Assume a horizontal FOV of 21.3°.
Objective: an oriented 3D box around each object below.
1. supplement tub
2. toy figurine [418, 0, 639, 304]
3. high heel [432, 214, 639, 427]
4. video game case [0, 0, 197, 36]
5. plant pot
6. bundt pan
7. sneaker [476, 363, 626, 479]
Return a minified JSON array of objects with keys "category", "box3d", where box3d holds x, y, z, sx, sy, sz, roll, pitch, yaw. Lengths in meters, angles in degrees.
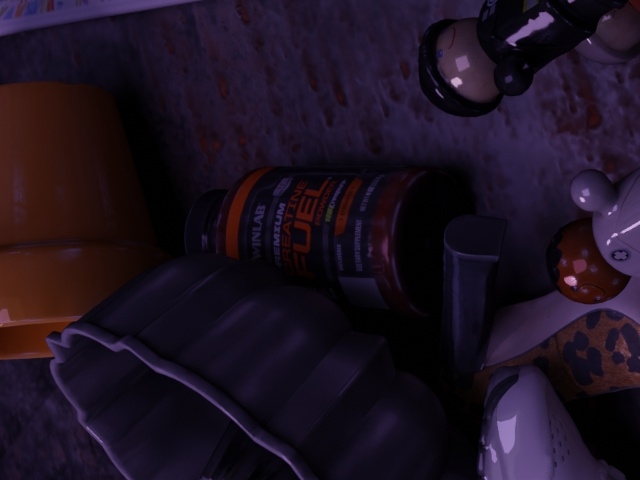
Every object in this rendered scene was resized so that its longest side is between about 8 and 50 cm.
[{"category":"supplement tub","box3d":[0.000,0.000,1.184,0.197,0.106,0.106,1,102,37]},{"category":"toy figurine","box3d":[0.183,-0.077,0.960,0.148,0.213,0.210,-34,82,47]},{"category":"high heel","box3d":[0.199,0.082,1.094,0.261,0.093,0.186,15,140,16]},{"category":"video game case","box3d":[-0.186,-0.319,1.291,0.329,0.036,0.300,-3,99,38]},{"category":"plant pot","box3d":[-0.213,-0.016,1.302,0.205,0.205,0.188,-14,77,39]},{"category":"bundt pan","box3d":[-0.022,0.134,1.141,0.330,0.124,0.331,34,155,18]},{"category":"sneaker","box3d":[0.188,0.197,1.080,0.129,0.111,0.297,-17,114,24]}]
